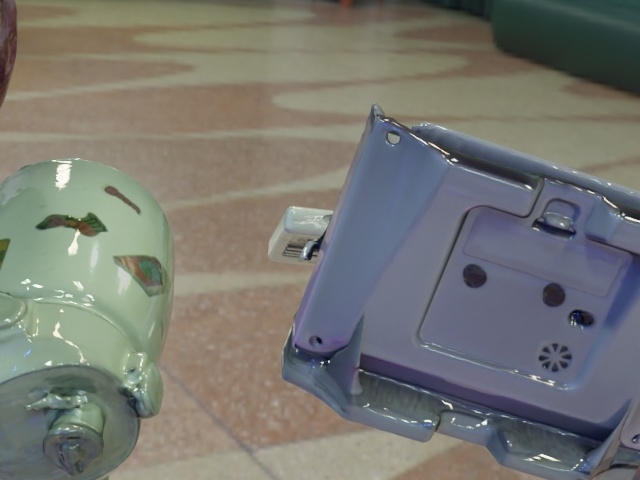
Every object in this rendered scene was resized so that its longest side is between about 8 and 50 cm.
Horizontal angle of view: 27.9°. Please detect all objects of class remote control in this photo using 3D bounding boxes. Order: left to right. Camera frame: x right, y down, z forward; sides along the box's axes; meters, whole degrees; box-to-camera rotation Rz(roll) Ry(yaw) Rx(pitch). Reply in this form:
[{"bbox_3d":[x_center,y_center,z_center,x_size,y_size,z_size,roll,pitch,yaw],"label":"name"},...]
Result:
[{"bbox_3d":[0.000,0.000,1.200,0.088,0.029,0.190,7,-9,-7],"label":"remote control"}]

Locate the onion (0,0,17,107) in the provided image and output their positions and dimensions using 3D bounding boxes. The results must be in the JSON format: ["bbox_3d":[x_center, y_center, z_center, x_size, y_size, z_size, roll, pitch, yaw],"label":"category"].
[{"bbox_3d":[-0.356,-0.164,1.225,0.120,0.283,0.227,15,38,4],"label":"onion"}]

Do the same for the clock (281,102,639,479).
[{"bbox_3d":[0.112,0.039,0.780,0.253,0.186,0.083,17,23,-6],"label":"clock"}]

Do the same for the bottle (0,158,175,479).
[{"bbox_3d":[-0.245,0.096,1.159,0.229,0.229,0.351,3,30,-6],"label":"bottle"}]
